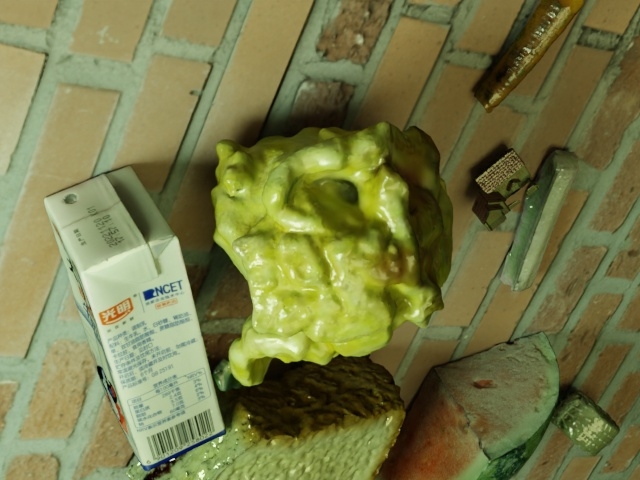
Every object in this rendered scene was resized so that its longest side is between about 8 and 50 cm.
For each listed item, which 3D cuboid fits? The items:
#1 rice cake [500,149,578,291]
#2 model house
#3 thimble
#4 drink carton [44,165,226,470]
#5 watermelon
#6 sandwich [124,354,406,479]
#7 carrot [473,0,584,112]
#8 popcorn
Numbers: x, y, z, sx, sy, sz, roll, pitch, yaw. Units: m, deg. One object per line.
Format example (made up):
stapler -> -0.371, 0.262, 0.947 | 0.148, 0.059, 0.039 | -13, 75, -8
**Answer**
rice cake -> 0.277, -0.024, 1.622 | 0.047, 0.036, 0.207 | -16, 133, -38
model house -> 0.212, -0.063, 1.531 | 0.083, 0.057, 0.058 | -38, 141, 3
thimble -> 0.391, 0.269, 1.904 | 0.062, 0.084, 0.110 | -47, 123, 7
drink carton -> -0.191, 0.087, 1.341 | 0.106, 0.130, 0.315 | -24, 135, -16
watermelon -> 0.201, 0.263, 1.741 | 0.256, 0.176, 0.260 | -42, 157, -62
sandwich -> -0.075, 0.279, 1.555 | 0.325, 0.131, 0.262 | -6, 129, -41
carrot -> 0.230, -0.216, 1.429 | 0.042, 0.042, 0.171 | 21, 115, -42
popcorn -> 0.008, 0.000, 1.305 | 0.293, 0.237, 0.293 | -11, 104, -57
